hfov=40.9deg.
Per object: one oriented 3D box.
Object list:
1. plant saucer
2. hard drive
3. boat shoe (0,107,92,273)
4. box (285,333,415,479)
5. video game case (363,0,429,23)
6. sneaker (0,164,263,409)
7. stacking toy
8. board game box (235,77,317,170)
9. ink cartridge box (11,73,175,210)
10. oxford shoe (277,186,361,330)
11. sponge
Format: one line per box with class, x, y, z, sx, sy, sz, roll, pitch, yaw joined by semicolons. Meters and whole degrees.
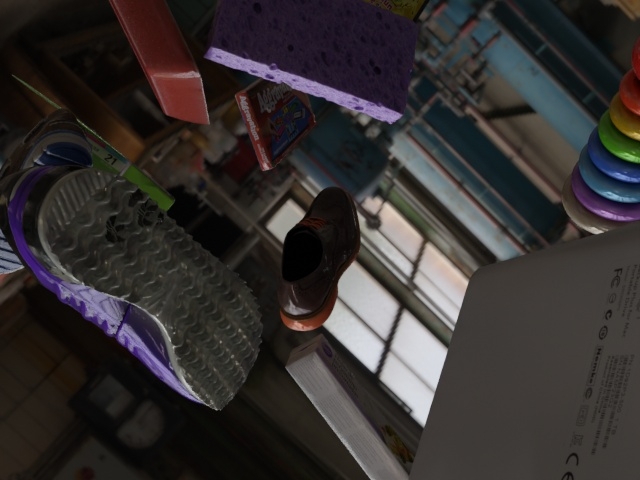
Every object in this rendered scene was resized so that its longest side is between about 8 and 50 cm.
plant saucer;-0.198;-0.253;0.914;0.047;0.259;0.258;-25;180;-6
hard drive;0.150;0.096;0.538;0.307;0.040;0.203;148;-37;-72
boat shoe;-0.257;-0.041;0.760;0.183;0.066;0.066;-42;-136;27
box;0.065;0.301;1.401;0.067;0.324;0.063;-33;-168;21
video game case;0.072;-0.408;1.031;0.035;0.275;0.248;23;-101;47
sneaker;-0.163;0.034;0.730;0.146;0.293;0.102;12;-121;37
stacking toy;0.434;-0.157;1.168;0.141;0.141;0.330;-50;156;-34
board game box;-0.077;-0.246;1.617;0.027;0.145;0.281;-13;-160;22
ink cartridge box;-0.374;-0.124;1.331;0.097;0.188;0.255;-53;143;-5
oxford shoe;0.000;0.000;1.250;0.096;0.098;0.271;0;-137;14
sponge;-0.004;-0.204;0.871;0.031;0.210;0.117;143;-39;-61
